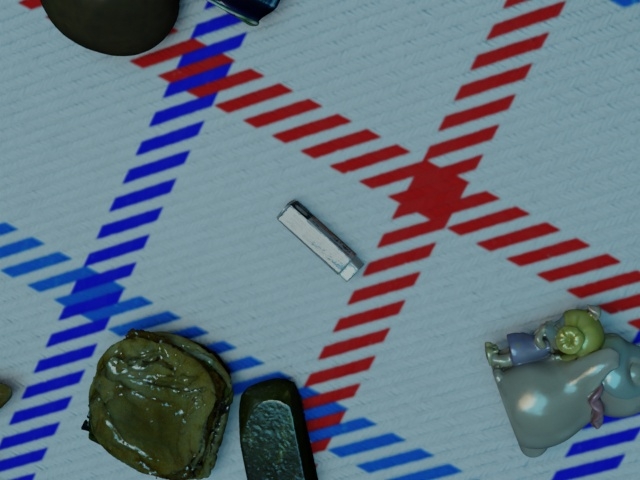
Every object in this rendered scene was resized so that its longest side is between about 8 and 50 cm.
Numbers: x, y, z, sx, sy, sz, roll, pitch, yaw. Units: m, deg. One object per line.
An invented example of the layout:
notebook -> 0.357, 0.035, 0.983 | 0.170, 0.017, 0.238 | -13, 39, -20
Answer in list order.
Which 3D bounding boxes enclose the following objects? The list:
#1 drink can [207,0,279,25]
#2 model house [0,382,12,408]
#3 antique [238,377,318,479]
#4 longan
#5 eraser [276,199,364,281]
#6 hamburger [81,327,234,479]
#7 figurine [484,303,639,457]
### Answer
drink can -> -0.071, -0.367, 1.360 | 0.118, 0.118, 0.204 | 30, 100, 4
model house -> -0.548, 0.241, 1.499 | 0.291, 0.184, 0.253 | -22, 89, 7
antique -> -0.051, 0.289, 1.467 | 0.080, 0.081, 0.220 | -11, 95, 9
longan -> -0.241, -0.318, 1.381 | 0.204, 0.159, 0.184 | -28, 113, -25
eraser -> 0.000, 0.000, 1.431 | 0.122, 0.052, 0.029 | 42, 103, 2
hamburger -> -0.201, 0.209, 1.471 | 0.183, 0.130, 0.206 | 24, 120, 7
figurine -> 0.330, 0.154, 1.369 | 0.236, 0.127, 0.155 | -20, 84, 6
